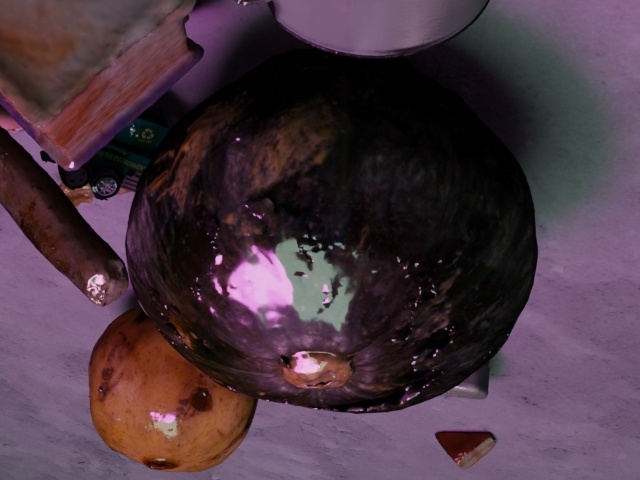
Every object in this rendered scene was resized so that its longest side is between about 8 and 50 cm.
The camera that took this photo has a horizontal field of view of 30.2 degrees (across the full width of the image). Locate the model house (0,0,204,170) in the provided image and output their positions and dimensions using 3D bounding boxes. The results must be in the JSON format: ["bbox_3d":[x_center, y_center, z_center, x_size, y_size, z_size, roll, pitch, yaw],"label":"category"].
[{"bbox_3d":[-0.294,-0.244,1.220,0.312,0.245,0.280,43,174,3],"label":"model house"}]

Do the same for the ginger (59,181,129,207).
[{"bbox_3d":[-0.311,-0.077,1.618,0.137,0.044,0.057,-10,111,24],"label":"ginger"}]

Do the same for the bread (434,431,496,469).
[{"bbox_3d":[0.244,0.362,2.040,0.109,0.062,0.043,-3,145,30],"label":"bread"}]

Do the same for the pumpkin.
[{"bbox_3d":[0.010,0.007,1.309,0.454,0.344,0.454,4,136,4],"label":"pumpkin"}]

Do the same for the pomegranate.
[{"bbox_3d":[-0.228,0.231,1.846,0.281,0.281,0.281,11,147,7],"label":"pomegranate"}]

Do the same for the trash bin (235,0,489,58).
[{"bbox_3d":[0.047,-0.313,0.951,0.277,0.217,0.262,-19,148,-10],"label":"trash bin"}]

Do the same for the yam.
[{"bbox_3d":[-0.329,-0.050,1.343,0.317,0.067,0.071,45,-164,18],"label":"yam"}]

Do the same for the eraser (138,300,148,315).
[{"bbox_3d":[-0.114,0.059,1.690,0.290,0.104,0.189,7,143,12],"label":"eraser"}]

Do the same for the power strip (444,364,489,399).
[{"bbox_3d":[0.113,0.194,1.782,0.265,0.059,0.193,4,168,18],"label":"power strip"}]

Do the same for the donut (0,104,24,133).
[{"bbox_3d":[-0.446,-0.212,1.426,0.199,0.085,0.233,-19,135,39],"label":"donut"}]

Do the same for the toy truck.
[{"bbox_3d":[-0.227,-0.116,1.434,0.216,0.110,0.116,19,115,-30],"label":"toy truck"}]
